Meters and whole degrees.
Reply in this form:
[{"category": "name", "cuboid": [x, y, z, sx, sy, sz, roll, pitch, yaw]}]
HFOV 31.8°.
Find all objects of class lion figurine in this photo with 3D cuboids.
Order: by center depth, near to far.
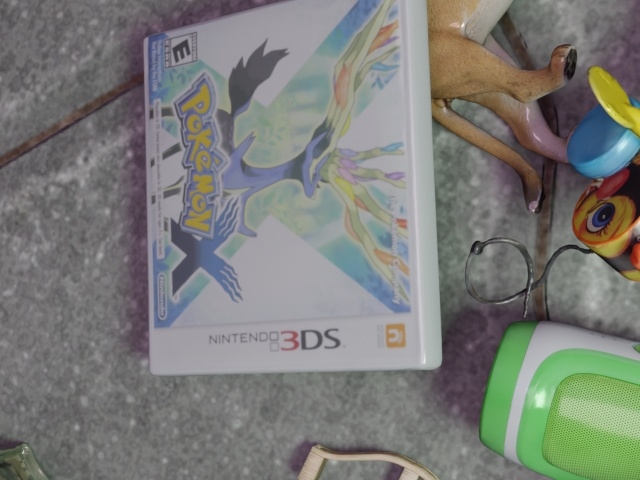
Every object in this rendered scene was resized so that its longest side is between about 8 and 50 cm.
[{"category": "lion figurine", "cuboid": [0.134, -0.236, 0.964, 0.240, 0.142, 0.392, 17, 98, 31]}]

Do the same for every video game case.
[{"category": "video game case", "cuboid": [-0.037, -0.047, 0.993, 0.300, 0.036, 0.328, -6, 82, 34]}]

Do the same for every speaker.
[{"category": "speaker", "cuboid": [0.284, 0.153, 0.898, 0.297, 0.131, 0.131, 14, 91, 18]}]

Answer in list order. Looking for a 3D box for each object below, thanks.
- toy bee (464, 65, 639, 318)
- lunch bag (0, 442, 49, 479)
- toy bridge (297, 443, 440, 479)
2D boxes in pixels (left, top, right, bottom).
[{"category": "toy bee", "cuboid": [0.259, -0.030, 0.850, 0.195, 0.162, 0.298, 15, 111, -16]}, {"category": "lunch bag", "cuboid": [-0.391, 0.322, 1.027, 0.235, 0.287, 0.169, -43, 76, 13]}, {"category": "toy bridge", "cuboid": [0.074, 0.231, 1.014, 0.188, 0.026, 0.063, 25, 94, 18]}]
